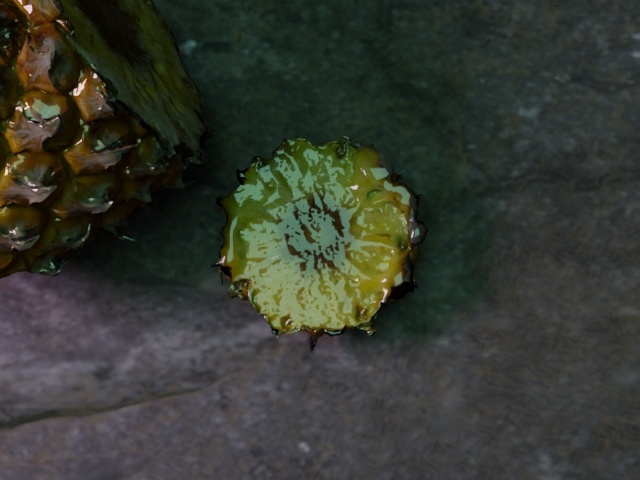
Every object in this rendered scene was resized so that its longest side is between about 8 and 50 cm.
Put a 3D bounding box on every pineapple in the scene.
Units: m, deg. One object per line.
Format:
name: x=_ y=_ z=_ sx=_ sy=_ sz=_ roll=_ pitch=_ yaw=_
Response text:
pineapple: x=-0.294 y=-0.134 z=1.188 sx=0.300 sy=0.352 sz=0.352 roll=-28 pitch=79 yaw=8
pineapple: x=0.000 y=0.000 z=1.263 sx=0.225 sy=0.076 sz=0.225 roll=0 pitch=82 yaw=3
